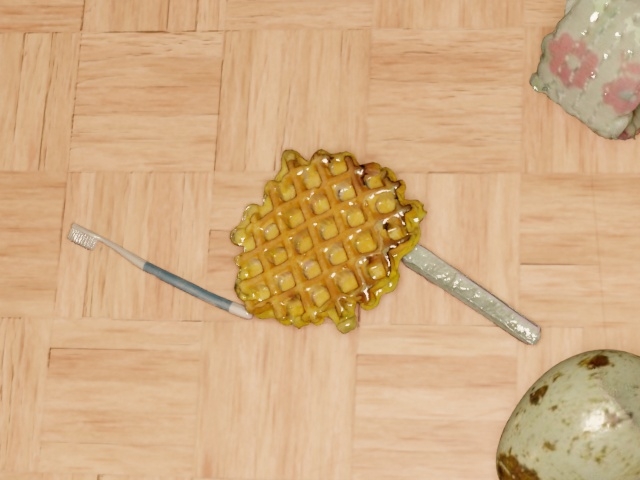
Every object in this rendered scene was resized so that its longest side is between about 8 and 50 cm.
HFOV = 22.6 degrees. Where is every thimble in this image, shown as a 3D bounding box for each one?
[{"bbox_3d":[0.370,-0.230,1.964,0.149,0.185,0.211,43,93,18],"label":"thimble"}]

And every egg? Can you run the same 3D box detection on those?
[{"bbox_3d":[0.306,0.223,1.852,0.231,0.169,0.169,-36,71,15],"label":"egg"}]

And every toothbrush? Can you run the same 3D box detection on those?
[{"bbox_3d":[-0.209,0.044,2.058,0.275,0.019,0.025,25,85,15],"label":"toothbrush"}]

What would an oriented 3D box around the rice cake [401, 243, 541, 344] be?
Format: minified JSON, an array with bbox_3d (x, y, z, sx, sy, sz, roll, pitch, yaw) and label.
[{"bbox_3d":[0.187,0.066,1.985,0.207,0.033,0.033,34,80,16],"label":"rice cake"}]

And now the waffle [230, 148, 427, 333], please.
[{"bbox_3d":[0.000,0.000,2.011,0.243,0.059,0.238,17,80,27],"label":"waffle"}]
